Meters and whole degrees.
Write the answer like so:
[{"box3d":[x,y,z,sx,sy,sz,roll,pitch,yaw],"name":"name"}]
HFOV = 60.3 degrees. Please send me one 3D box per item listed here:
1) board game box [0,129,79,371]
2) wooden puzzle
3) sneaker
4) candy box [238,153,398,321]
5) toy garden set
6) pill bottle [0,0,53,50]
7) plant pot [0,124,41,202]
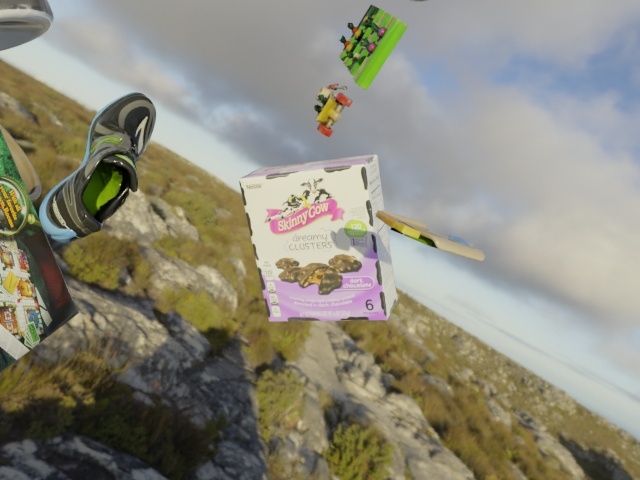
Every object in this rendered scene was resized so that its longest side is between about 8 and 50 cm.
[{"box3d":[-0.303,-0.016,0.459,0.030,0.260,0.136,-2,23,25],"name":"board game box"},{"box3d":[0.091,-0.003,0.459,0.116,0.014,0.078,15,12,-33],"name":"wooden puzzle"},{"box3d":[-0.210,-0.076,0.564,0.078,0.188,0.067,-3,-38,26],"name":"sneaker"},{"box3d":[0.000,0.000,0.700,0.164,0.197,0.070,-4,17,21],"name":"candy box"},{"box3d":[0.043,-0.296,0.922,0.049,0.204,0.244,28,21,-18],"name":"toy garden set"},{"box3d":[-0.349,-0.302,0.489,0.130,0.130,0.246,-151,-138,-73],"name":"pill bottle"},{"box3d":[-0.611,-0.088,0.745,0.323,0.280,0.323,50,-1,1],"name":"plant pot"}]
